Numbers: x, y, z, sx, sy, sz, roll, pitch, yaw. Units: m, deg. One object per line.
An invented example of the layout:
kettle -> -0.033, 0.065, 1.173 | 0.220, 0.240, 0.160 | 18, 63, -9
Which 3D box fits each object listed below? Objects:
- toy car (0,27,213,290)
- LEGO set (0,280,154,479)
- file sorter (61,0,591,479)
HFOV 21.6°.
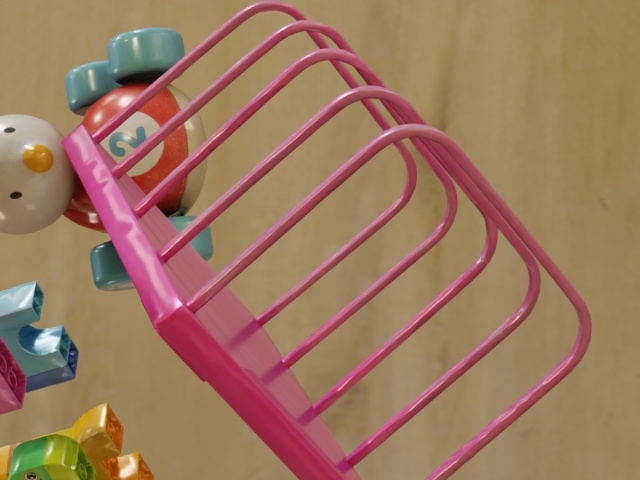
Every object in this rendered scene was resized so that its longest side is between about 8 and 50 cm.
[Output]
toy car -> -0.245, -0.068, 1.558 | 0.210, 0.238, 0.219 | -22, 76, 58
LEGO set -> -0.146, 0.106, 0.786 | 0.093, 0.227, 0.087 | -16, 37, 11
file sorter -> 0.000, 0.000, 0.997 | 0.182, 0.291, 0.202 | -40, 118, 1
